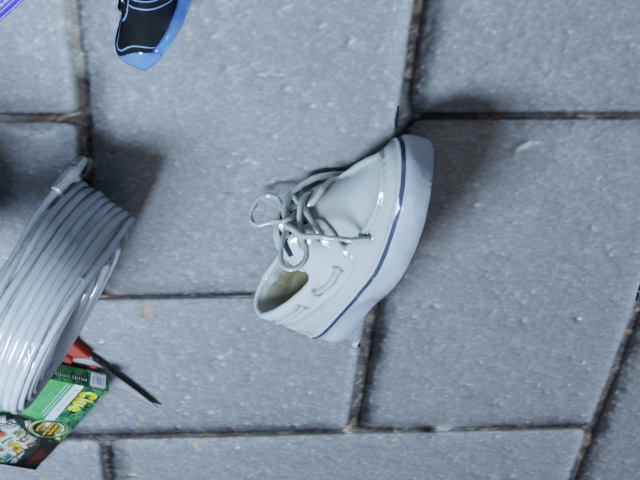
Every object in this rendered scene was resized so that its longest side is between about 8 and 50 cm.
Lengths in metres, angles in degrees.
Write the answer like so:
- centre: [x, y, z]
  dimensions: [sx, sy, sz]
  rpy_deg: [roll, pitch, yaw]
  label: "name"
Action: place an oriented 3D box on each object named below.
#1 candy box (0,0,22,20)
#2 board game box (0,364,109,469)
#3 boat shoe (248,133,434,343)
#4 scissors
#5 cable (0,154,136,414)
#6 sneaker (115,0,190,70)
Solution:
- centre: [-0.401, -0.287, 1.444]
  dimensions: [0.317, 0.122, 0.268]
  rpy_deg: [26, 136, -37]
  label: "candy box"
- centre: [-0.381, 0.223, 2.215]
  dimensions: [0.136, 0.030, 0.260]
  rpy_deg: [17, 143, -23]
  label: "board game box"
- centre: [0.000, -0.007, 1.880]
  dimensions: [0.156, 0.136, 0.367]
  rpy_deg: [10, 151, -14]
  label: "boat shoe"
- centre: [-0.287, 0.146, 2.138]
  dimensions: [0.297, 0.021, 0.109]
  rpy_deg: [27, 133, -35]
  label: "scissors"
- centre: [-0.289, 0.062, 1.833]
  dimensions: [0.089, 0.257, 0.257]
  rpy_deg: [29, 150, 0]
  label: "cable"
- centre: [-0.153, -0.252, 1.560]
  dimensions: [0.090, 0.081, 0.232]
  rpy_deg: [16, 133, -21]
  label: "sneaker"
